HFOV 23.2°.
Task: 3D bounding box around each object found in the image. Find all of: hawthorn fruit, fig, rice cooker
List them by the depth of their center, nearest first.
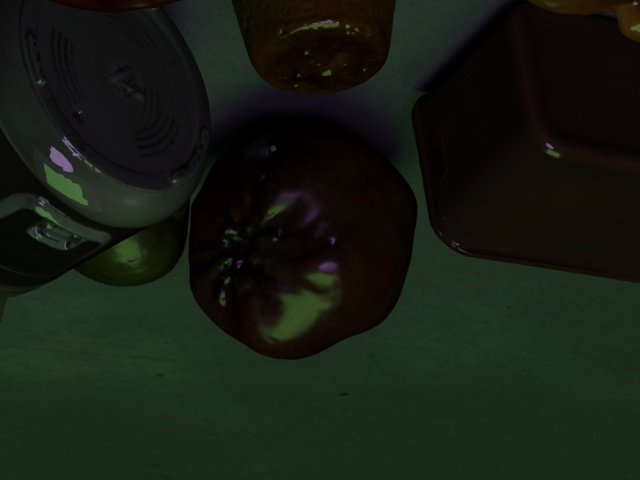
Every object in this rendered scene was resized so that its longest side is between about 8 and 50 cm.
[{"bbox_3d":[-0.324,-0.115,1.702,0.325,0.335,0.335,-25,146,35],"label":"rice cooker"},{"bbox_3d":[-0.275,-0.039,1.992,0.225,0.203,0.203,-4,155,24],"label":"fig"},{"bbox_3d":[-0.009,-0.002,2.002,0.325,0.308,0.308,-12,159,-31],"label":"hawthorn fruit"}]

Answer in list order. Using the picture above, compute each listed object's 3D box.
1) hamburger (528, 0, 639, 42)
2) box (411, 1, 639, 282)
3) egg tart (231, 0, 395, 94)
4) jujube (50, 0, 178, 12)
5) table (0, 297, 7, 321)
[{"bbox_3d":[0.263,-0.329,1.480,0.276,0.237,0.276,-7,153,-4],"label":"hamburger"},{"bbox_3d":[0.319,-0.118,1.894,0.339,0.239,0.229,8,148,-24],"label":"box"},{"bbox_3d":[-0.001,-0.250,1.682,0.203,0.147,0.202,-6,154,-3],"label":"egg tart"},{"bbox_3d":[-0.172,-0.327,1.291,0.276,0.276,0.377,-15,-170,18],"label":"jujube"},{"bbox_3d":[-0.525,0.018,2.129,0.111,0.121,0.240,7,164,21],"label":"table"}]
